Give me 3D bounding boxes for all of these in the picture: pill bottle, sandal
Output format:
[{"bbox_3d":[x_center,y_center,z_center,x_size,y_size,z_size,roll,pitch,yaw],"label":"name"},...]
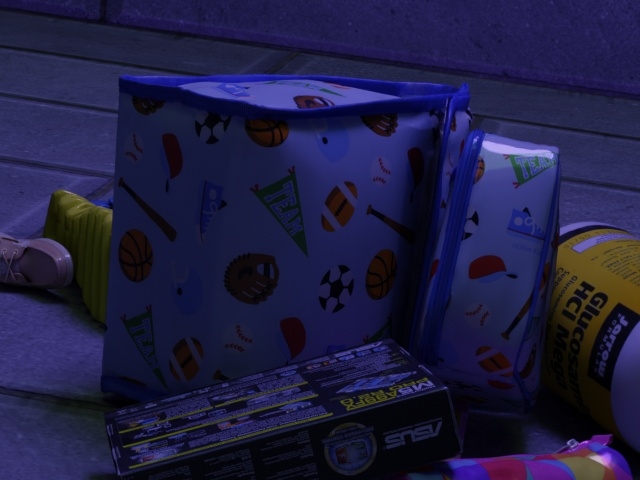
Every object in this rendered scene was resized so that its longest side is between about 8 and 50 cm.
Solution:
[{"bbox_3d":[0.336,0.111,1.756,0.188,0.188,0.334,0,16,-24],"label":"pill bottle"},{"bbox_3d":[-0.218,0.013,2.018,0.138,0.126,0.317,4,16,-24],"label":"sandal"}]

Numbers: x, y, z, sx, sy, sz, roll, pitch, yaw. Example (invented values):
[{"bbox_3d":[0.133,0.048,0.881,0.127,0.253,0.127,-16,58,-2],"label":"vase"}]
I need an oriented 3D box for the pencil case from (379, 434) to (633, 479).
[{"bbox_3d":[0.151,0.221,1.448,0.236,0.104,0.104,-4,18,-33],"label":"pencil case"}]

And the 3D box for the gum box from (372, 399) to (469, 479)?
[{"bbox_3d":[0.072,0.195,1.575,0.107,0.062,0.188,9,15,6],"label":"gum box"}]

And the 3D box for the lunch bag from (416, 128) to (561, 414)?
[{"bbox_3d":[0.165,0.031,1.658,0.115,0.243,0.303,9,-13,8],"label":"lunch bag"}]

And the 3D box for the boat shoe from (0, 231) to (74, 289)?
[{"bbox_3d":[-0.353,0.027,2.021,0.170,0.063,0.059,8,15,42],"label":"boat shoe"}]

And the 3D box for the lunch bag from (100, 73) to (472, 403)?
[{"bbox_3d":[0.000,0.000,1.753,0.385,0.327,0.239,-4,16,-45],"label":"lunch bag"}]

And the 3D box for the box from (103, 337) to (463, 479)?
[{"bbox_3d":[-0.040,0.160,1.464,0.270,0.060,0.216,-14,10,-9],"label":"box"}]
